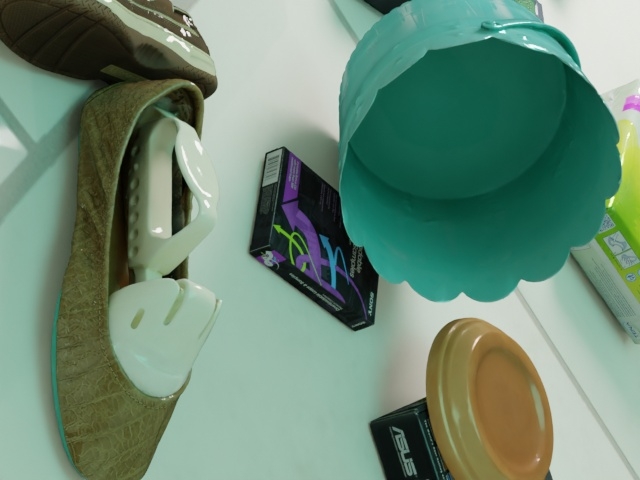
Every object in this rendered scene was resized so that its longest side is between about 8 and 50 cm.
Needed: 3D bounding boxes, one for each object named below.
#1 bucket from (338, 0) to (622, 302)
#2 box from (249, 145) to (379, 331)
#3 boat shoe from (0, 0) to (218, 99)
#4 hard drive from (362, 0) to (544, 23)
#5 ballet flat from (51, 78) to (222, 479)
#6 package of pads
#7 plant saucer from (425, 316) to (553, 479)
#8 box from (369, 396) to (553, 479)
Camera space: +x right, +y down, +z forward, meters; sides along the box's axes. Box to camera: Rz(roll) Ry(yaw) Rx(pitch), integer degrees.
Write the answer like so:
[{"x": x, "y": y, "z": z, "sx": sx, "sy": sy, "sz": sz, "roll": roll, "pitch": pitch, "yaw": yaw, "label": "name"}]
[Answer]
[{"x": 0.143, "y": -0.100, "z": 1.442, "sx": 0.281, "sy": 0.281, "sz": 0.183, "roll": 50, "pitch": 17, "yaw": -27, "label": "bucket"}, {"x": 0.000, "y": 0.000, "z": 1.427, "sx": 0.162, "sy": 0.029, "sz": 0.116, "roll": 39, "pitch": 45, "yaw": -39, "label": "box"}, {"x": -0.184, "y": -0.187, "z": 1.220, "sx": 0.257, "sy": 0.095, "sz": 0.095, "roll": 27, "pitch": 48, "yaw": -59, "label": "boat shoe"}, {"x": 0.152, "y": -0.334, "z": 1.771, "sx": 0.339, "sy": 0.064, "sz": 0.237, "roll": 23, "pitch": 56, "yaw": -46, "label": "hard drive"}, {"x": -0.131, "y": 0.017, "z": 1.154, "sx": 0.116, "sy": 0.124, "sz": 0.342, "roll": 30, "pitch": 51, "yaw": -43, "label": "ballet flat"}, {"x": 0.420, "y": -0.036, "z": 1.961, "sx": 0.229, "sy": 0.101, "sz": 0.296, "roll": 52, "pitch": 39, "yaw": -23, "label": "package of pads"}, {"x": 0.175, "y": 0.170, "z": 1.472, "sx": 0.200, "sy": 0.037, "sz": 0.200, "roll": 30, "pitch": 50, "yaw": -43, "label": "plant saucer"}, {"x": 0.166, "y": 0.277, "z": 1.490, "sx": 0.216, "sy": 0.060, "sz": 0.270, "roll": -12, "pitch": 84, "yaw": -55, "label": "box"}]
